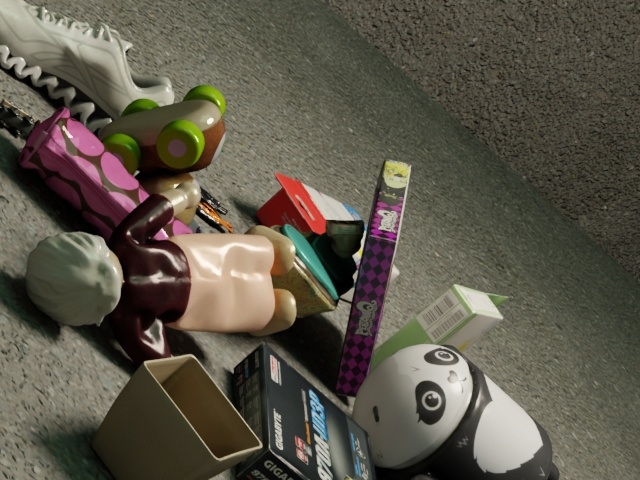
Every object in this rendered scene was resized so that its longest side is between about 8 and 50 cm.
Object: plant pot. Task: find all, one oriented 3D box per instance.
[{"bbox_3d":[-0.136,0.176,1.504,0.109,0.096,0.109,51,14,13],"label":"plant pot"}]

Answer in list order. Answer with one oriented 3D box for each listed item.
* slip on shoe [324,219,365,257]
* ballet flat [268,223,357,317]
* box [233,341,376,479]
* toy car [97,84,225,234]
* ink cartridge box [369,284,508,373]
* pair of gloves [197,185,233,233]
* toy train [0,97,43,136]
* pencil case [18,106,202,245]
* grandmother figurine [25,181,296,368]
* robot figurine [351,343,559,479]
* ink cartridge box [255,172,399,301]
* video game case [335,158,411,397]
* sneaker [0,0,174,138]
[{"bbox_3d":[0.032,-0.004,2.112,0.135,0.051,0.041,-127,-142,-84],"label":"slip on shoe"},{"bbox_3d":[-0.033,0.049,2.057,0.123,0.123,0.348,49,7,5],"label":"ballet flat"},{"bbox_3d":[-0.014,0.227,1.801,0.175,0.051,0.220,42,16,-20],"label":"box"},{"bbox_3d":[-0.166,-0.062,1.965,0.155,0.149,0.188,-71,148,-65],"label":"toy car"},{"bbox_3d":[0.172,0.139,2.310,0.056,0.171,0.235,54,16,22],"label":"ink cartridge box"},{"bbox_3d":[-0.146,-0.044,2.197,0.074,0.010,0.083,39,15,-27],"label":"pair of gloves"},{"bbox_3d":[-0.307,-0.117,1.899,0.158,0.027,0.036,34,17,-44],"label":"toy train"},{"bbox_3d":[-0.230,-0.047,1.817,0.209,0.095,0.098,43,15,-8],"label":"pencil case"},{"bbox_3d":[-0.158,0.046,1.705,0.342,0.104,0.208,7,71,-53],"label":"grandmother figurine"},{"bbox_3d":[0.166,0.243,2.018,0.278,0.173,0.209,42,-2,-22],"label":"robot figurine"},{"bbox_3d":[0.000,0.000,2.359,0.231,0.078,0.134,24,27,-56],"label":"ink cartridge box"},{"bbox_3d":[0.066,0.046,2.120,0.041,0.232,0.210,12,29,2],"label":"video game case"},{"bbox_3d":[-0.301,-0.227,2.025,0.292,0.118,0.110,40,19,-23],"label":"sneaker"}]
